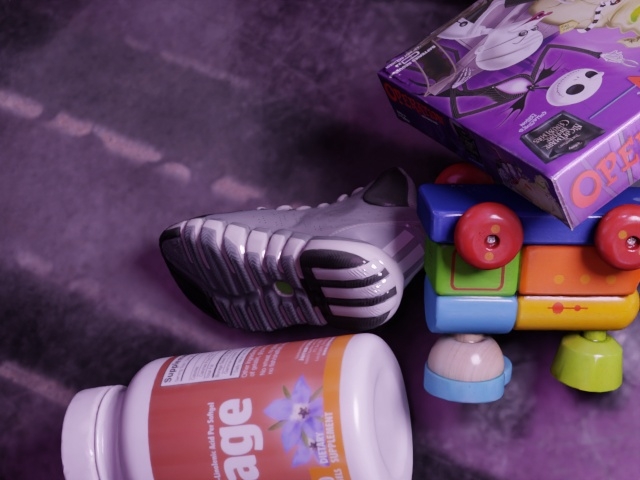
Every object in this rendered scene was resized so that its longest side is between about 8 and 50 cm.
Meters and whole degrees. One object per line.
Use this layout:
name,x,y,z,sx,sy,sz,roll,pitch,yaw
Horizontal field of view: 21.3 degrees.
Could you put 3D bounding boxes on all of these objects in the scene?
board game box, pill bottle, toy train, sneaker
board game box,0.227,-0.157,1.079,0.347,0.056,0.208,-36,39,-11
pill bottle,-0.056,0.133,1.131,0.216,0.121,0.121,-9,69,18
toy train,0.184,0.032,1.088,0.248,0.105,0.143,1,109,-6
sneaker,0.000,0.000,1.192,0.229,0.086,0.132,8,37,45
